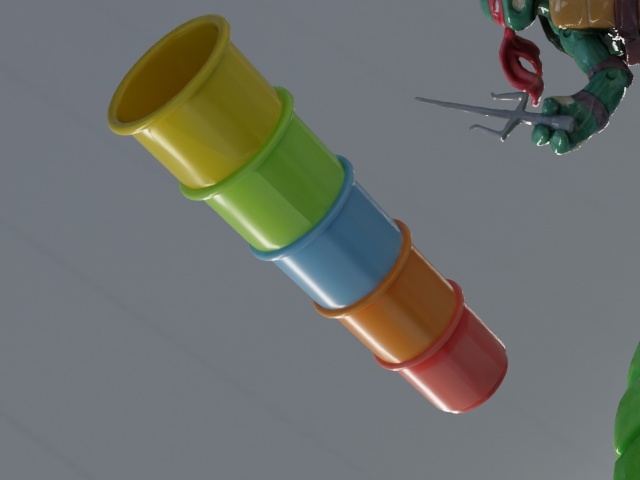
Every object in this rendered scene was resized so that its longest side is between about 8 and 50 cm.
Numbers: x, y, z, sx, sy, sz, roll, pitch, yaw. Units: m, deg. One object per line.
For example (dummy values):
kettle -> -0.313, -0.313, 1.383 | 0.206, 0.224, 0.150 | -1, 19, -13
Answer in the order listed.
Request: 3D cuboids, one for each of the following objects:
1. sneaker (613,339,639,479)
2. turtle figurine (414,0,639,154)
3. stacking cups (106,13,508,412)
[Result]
sneaker -> 0.278, 0.213, 0.803 | 0.202, 0.185, 0.483 | 27, -135, -58
turtle figurine -> 0.167, -0.142, 0.919 | 0.234, 0.175, 0.118 | -3, -171, 20
stacking cups -> 0.000, 0.000, 1.058 | 0.316, 0.096, 0.096 | 48, -155, -30
